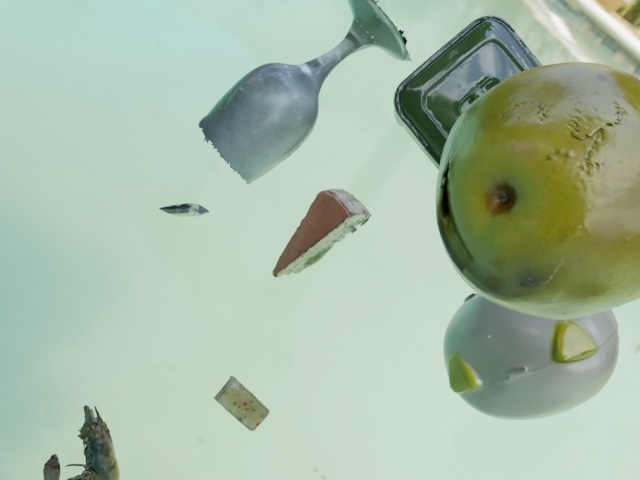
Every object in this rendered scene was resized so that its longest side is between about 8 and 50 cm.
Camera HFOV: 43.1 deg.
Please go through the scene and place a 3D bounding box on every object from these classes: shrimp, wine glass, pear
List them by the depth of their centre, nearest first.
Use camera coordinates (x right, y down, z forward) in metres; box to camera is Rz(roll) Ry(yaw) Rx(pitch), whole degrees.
[{"bbox_3d":[0.281,-0.047,0.870,0.336,0.285,0.285,9,37,-29],"label":"pear"},{"bbox_3d":[-0.027,-0.223,1.182,0.143,0.321,0.143,51,-2,3],"label":"wine glass"},{"bbox_3d":[-0.461,0.424,1.559,0.144,0.250,0.052,-9,23,-25],"label":"shrimp"}]

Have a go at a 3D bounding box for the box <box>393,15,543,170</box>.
[{"bbox_3d":[0.297,-0.198,1.457,0.328,0.253,0.178,50,-6,-4],"label":"box"}]

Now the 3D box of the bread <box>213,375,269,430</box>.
[{"bbox_3d":[-0.177,0.373,1.841,0.028,0.068,0.153,24,-22,48],"label":"bread"}]

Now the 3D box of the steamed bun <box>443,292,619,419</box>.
[{"bbox_3d":[0.447,0.226,1.739,0.334,0.374,0.333,44,32,-36],"label":"steamed bun"}]

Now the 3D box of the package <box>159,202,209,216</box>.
[{"bbox_3d":[-0.161,-0.037,0.968,0.037,0.015,0.110,-2,0,4],"label":"package"}]

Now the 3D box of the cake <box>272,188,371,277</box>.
[{"bbox_3d":[-0.012,-0.017,1.665,0.090,0.225,0.109,54,22,14],"label":"cake"}]
